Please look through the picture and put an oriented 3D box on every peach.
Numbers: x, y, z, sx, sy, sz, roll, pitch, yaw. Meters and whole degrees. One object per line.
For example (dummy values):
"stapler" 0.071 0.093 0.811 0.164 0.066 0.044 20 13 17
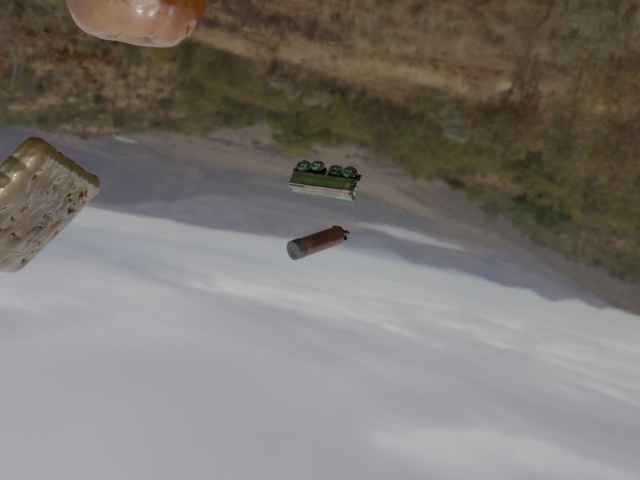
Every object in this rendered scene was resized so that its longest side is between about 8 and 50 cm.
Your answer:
"peach" -0.429 -0.616 1.808 0.343 0.301 0.343 8 -174 -1

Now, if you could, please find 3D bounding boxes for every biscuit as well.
"biscuit" -0.423 -0.035 1.109 0.044 0.217 0.325 42 173 1

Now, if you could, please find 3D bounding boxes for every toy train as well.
"toy train" 0.008 -0.122 1.557 0.148 0.071 0.038 10 157 21

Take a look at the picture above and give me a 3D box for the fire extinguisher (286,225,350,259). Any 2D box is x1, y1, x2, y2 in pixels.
"fire extinguisher" 0.000 0.000 0.845 0.083 0.022 0.028 -19 -172 -38
